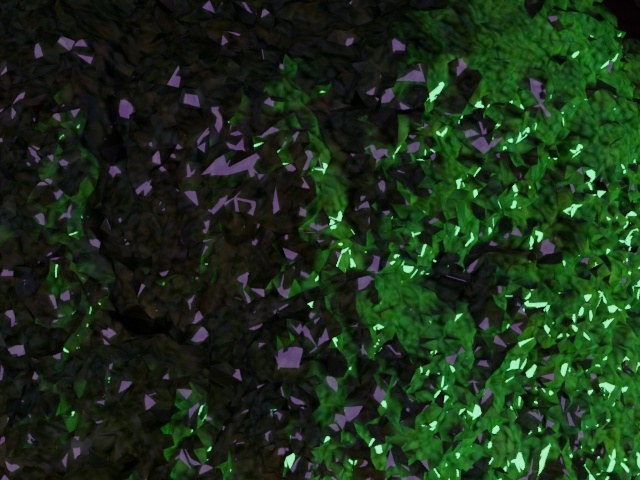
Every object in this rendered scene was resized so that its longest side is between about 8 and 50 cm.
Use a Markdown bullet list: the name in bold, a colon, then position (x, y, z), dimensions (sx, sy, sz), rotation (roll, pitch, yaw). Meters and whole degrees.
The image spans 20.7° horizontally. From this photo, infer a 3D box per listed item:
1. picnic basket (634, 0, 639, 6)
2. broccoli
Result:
- **picnic basket**: position (0.284, -0.178, 0.779), dimensions (0.254, 0.291, 0.321), rotation (39, 102, -1)
- **broccoli**: position (-0.007, -0.006, 0.734), dimensions (0.413, 0.310, 0.321), rotation (-46, 122, -41)
